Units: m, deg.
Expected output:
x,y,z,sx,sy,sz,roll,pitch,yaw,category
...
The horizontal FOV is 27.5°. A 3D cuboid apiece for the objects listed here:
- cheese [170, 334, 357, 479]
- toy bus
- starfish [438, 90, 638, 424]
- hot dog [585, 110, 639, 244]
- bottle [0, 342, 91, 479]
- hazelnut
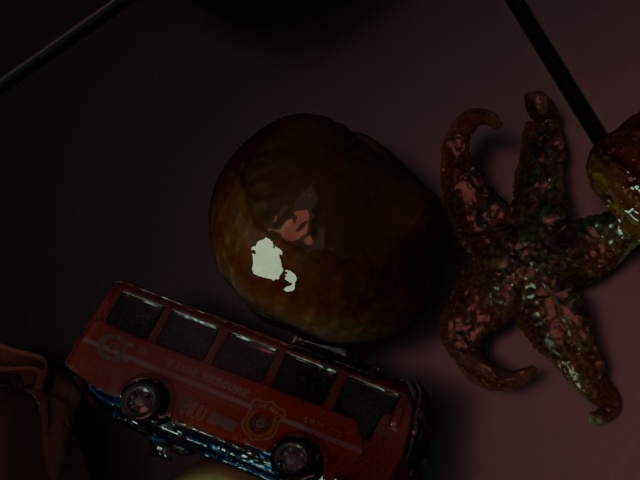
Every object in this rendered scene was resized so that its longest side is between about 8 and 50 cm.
x,y,z,sx,sy,sz,roll,pitch,yaw,category
-0.050,0.161,0.850,0.127,0.050,0.235,26,84,21,cheese
-0.043,0.101,0.806,0.234,0.073,0.096,17,67,20,toy bus
0.137,0.015,0.814,0.150,0.053,0.210,-28,80,20,starfish
0.223,-0.049,0.764,0.147,0.065,0.099,-39,71,-18,hot dog
-0.300,0.186,0.875,0.296,0.173,0.206,-21,43,16,bottle
0.000,0.000,0.812,0.154,0.143,0.143,33,94,9,hazelnut
